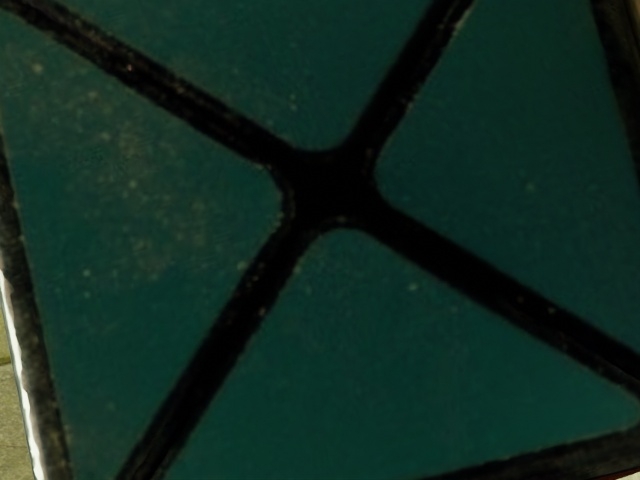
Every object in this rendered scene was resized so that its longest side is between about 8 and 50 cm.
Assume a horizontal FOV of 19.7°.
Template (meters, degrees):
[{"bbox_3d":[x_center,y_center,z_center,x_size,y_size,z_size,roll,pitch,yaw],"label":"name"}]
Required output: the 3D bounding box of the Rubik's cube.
[{"bbox_3d":[0.000,0.000,0.772,0.255,0.259,0.260,96,158,-78],"label":"Rubik's cube"}]
